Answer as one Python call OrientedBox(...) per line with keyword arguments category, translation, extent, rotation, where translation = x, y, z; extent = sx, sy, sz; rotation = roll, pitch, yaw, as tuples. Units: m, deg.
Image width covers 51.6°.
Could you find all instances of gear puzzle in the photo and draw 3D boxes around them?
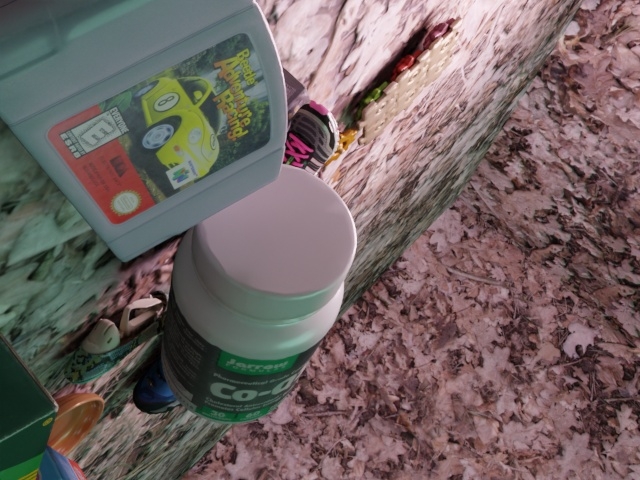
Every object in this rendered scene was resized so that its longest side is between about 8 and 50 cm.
OrientedBox(category="gear puzzle", translation=(0.114, -0.253, 1.175), extent=(0.339, 0.044, 0.175), rotation=(-45, 169, -5))

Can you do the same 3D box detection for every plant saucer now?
OrientedBox(category="plant saucer", translation=(-0.422, 0.304, 1.013), extent=(0.200, 0.037, 0.200), rotation=(-46, 167, -14))

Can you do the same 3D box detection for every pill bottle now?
OrientedBox(category="pill bottle", translation=(-0.088, 0.079, 0.829), extent=(0.204, 0.204, 0.361), rotation=(-40, 166, -33))

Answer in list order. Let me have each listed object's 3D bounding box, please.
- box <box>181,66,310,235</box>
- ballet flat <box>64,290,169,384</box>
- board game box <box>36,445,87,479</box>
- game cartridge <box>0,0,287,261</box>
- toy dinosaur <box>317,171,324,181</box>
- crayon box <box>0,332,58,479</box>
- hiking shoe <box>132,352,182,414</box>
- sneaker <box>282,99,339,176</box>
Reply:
OrientedBox(category="box", translation=(-0.101, -0.095, 0.856), extent=(0.231, 0.056, 0.183), rotation=(-48, 167, -3))
OrientedBox(category="ballet flat", translation=(-0.281, 0.126, 0.930), extent=(0.188, 0.070, 0.070), rotation=(-38, 164, -48))
OrientedBox(category="board game box", translation=(-0.490, 0.413, 0.913), extent=(0.316, 0.064, 0.242), rotation=(-32, 163, -20))
OrientedBox(category="game cartridge", translation=(-0.122, -0.099, 0.519), extent=(0.196, 0.060, 0.294), rotation=(-34, 157, -11))
OrientedBox(category="toy dinosaur", translation=(-0.054, -0.016, 1.132), extent=(0.296, 0.127, 0.200), rotation=(-54, 154, -17))
OrientedBox(category="crayon box", translation=(-0.373, 0.248, 0.459), extent=(0.313, 0.106, 0.363), rotation=(-30, 159, -47))
OrientedBox(category="hiking shoe", translation=(-0.236, 0.182, 1.200), extent=(0.304, 0.113, 0.132), rotation=(-43, 139, -6))
OrientedBox(category="sneaker", translation=(-0.032, -0.096, 0.807), extent=(0.075, 0.063, 0.170), rotation=(-46, 173, -35))
